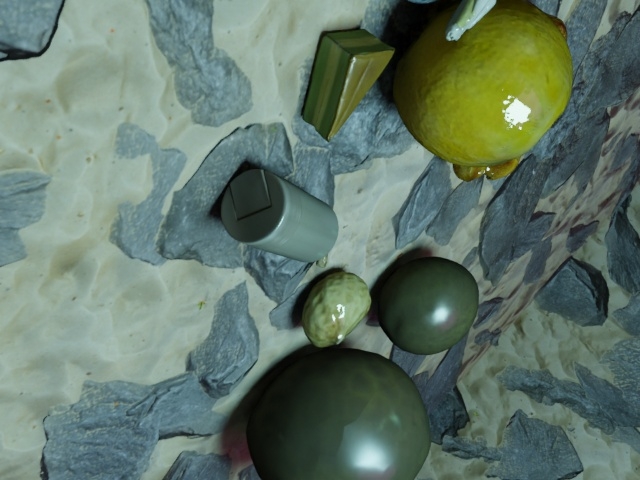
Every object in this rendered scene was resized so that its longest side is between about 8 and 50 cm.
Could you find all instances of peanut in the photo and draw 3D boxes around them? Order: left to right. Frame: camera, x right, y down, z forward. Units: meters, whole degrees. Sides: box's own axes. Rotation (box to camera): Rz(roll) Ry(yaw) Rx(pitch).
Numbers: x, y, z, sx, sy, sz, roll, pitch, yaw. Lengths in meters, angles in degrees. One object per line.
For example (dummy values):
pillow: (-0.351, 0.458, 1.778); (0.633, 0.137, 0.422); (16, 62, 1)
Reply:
peanut: (0.030, 0.131, 1.404); (0.159, 0.109, 0.140); (-43, 164, -35)

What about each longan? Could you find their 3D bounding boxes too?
longan: (0.042, 0.394, 1.505); (0.405, 0.405, 0.335); (-21, 105, -42)
longan: (0.243, 0.144, 1.604); (0.248, 0.248, 0.248); (-35, 148, -25)

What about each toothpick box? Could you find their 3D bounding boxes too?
toothpick box: (-0.057, -0.032, 1.078); (0.111, 0.111, 0.181); (-53, 152, 7)

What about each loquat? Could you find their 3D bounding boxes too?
loquat: (0.239, -0.249, 1.086); (0.275, 0.275, 0.274); (-35, 148, -25)

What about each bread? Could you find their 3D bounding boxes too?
bread: (0.036, -0.220, 1.019); (0.084, 0.074, 0.139); (-19, 138, -39)

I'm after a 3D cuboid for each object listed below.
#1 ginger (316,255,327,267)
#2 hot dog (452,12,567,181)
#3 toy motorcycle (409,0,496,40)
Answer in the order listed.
ginger: (-0.001, -0.001, 1.278); (0.030, 0.048, 0.097); (3, 98, -11)
hot dog: (0.331, -0.265, 1.335); (0.158, 0.117, 0.348); (-10, 134, -22)
toy motorcycle: (0.250, -0.415, 0.944); (0.340, 0.223, 0.108); (-49, 179, -3)
